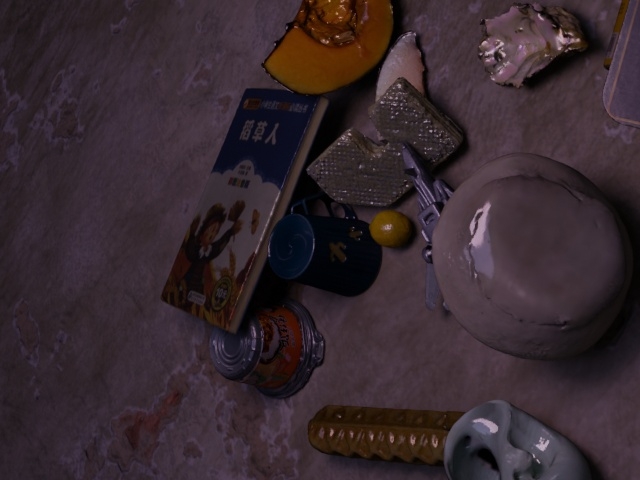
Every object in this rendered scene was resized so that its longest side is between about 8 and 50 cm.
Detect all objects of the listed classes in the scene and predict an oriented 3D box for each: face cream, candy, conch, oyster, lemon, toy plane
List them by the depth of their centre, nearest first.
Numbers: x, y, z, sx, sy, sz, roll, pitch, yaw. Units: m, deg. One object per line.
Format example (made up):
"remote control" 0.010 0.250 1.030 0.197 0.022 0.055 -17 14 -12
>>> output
"face cream" 0.486 -0.394 1.758 0.105 0.105 0.349 19 96 44
"candy" 0.293 0.027 1.786 0.295 0.185 0.296 0 87 8
"conch" 0.271 0.326 1.788 0.221 0.184 0.121 48 141 43
"oyster" 0.317 -0.303 1.936 0.209 0.072 0.133 -36 64 57
"toy plane" 0.181 -0.042 1.955 0.212 0.088 0.267 -40 72 31
"lemon" 0.112 -0.019 2.078 0.083 0.062 0.062 6 87 44

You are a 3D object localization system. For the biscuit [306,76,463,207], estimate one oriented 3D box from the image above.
"biscuit" 0.099 -0.140 2.069 0.147 0.046 0.250 45 125 -6

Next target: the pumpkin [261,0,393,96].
"pumpkin" 0.040 -0.360 2.182 0.169 0.148 0.312 31 83 0

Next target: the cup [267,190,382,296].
"cup" 0.000 0.000 2.117 0.131 0.155 0.177 -25 67 38

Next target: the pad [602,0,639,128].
"pad" 0.540 -0.199 1.625 0.375 0.063 0.315 18 99 28

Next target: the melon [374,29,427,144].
"melon" 0.134 -0.249 2.108 0.098 0.054 0.182 -23 68 33

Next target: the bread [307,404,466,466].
"bread" 0.121 0.304 2.003 0.367 0.077 0.084 -3 84 43

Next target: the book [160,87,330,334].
"book" -0.137 -0.064 2.242 0.300 0.039 0.428 14 82 61

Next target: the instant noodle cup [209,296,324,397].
"instant noodle cup" -0.110 0.180 2.211 0.208 0.125 0.178 -23 66 39
